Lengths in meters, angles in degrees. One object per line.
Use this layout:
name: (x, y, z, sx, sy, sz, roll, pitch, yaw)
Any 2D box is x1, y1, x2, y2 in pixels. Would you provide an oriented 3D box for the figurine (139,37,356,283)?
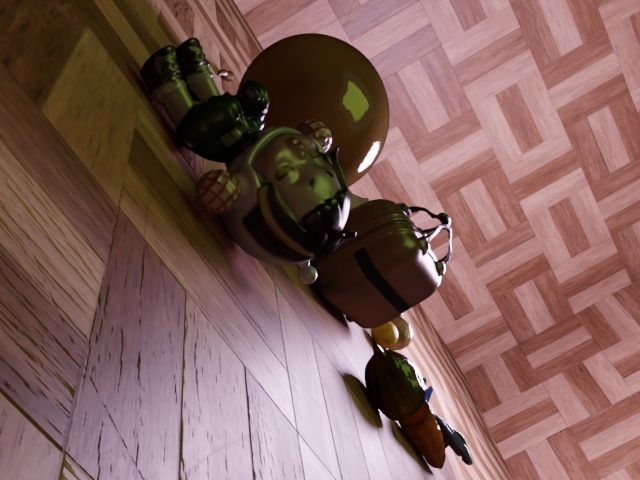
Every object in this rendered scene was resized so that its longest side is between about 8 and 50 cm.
figurine: (-0.097, -0.110, 1.098, 0.370, 0.167, 0.281, 51, 41, 1)

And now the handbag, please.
handbag: (0.131, 0.034, 1.555, 0.149, 0.283, 0.302, 62, 8, 29)

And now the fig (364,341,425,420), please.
fig: (0.125, 0.243, 1.422, 0.109, 0.103, 0.155, 33, -27, 54)

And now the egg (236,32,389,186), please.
egg: (-0.016, -0.236, 1.538, 0.301, 0.301, 0.374, 56, 16, -31)

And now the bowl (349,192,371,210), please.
bowl: (0.098, -0.007, 2.042, 0.287, 0.143, 0.287, 59, 7, -11)

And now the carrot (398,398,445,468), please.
carrot: (0.211, 0.399, 1.591, 0.072, 0.072, 0.205, -110, 176, -53)

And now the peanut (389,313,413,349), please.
peanut: (0.181, 0.215, 1.988, 0.089, 0.089, 0.193, 57, 9, -23)

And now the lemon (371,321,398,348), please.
lemon: (0.146, 0.213, 1.826, 0.062, 0.062, 0.083, 58, 6, -17)

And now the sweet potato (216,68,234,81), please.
sweet potato: (-0.212, -0.374, 1.815, 0.026, 0.026, 0.115, 60, 6, -1)

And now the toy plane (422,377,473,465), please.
toy plane: (0.243, 0.392, 1.697, 0.169, 0.078, 0.246, 53, 4, -42)
